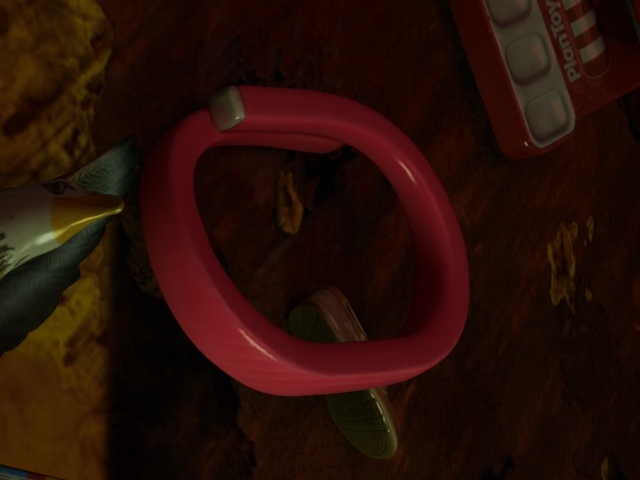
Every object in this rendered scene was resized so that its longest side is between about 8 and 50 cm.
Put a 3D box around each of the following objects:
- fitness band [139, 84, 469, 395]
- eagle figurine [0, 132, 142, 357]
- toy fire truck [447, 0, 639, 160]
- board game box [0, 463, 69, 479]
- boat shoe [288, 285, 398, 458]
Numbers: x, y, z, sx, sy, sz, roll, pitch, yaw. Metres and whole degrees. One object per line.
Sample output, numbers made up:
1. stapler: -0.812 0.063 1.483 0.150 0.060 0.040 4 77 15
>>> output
1. fitness band: 0.000 0.000 1.062 0.291 0.054 0.209 -1 69 -50
2. eagle figurine: -0.196 -0.005 0.742 0.298 0.225 0.226 -100 -154 -60
3. toy fire truck: 0.210 -0.252 1.410 0.254 0.169 0.302 -30 106 -35
4. board game box: -0.141 0.204 0.847 0.170 0.048 0.141 27 62 -50
5. boat shoe: 0.026 0.093 1.120 0.045 0.050 0.135 -45 118 -45
